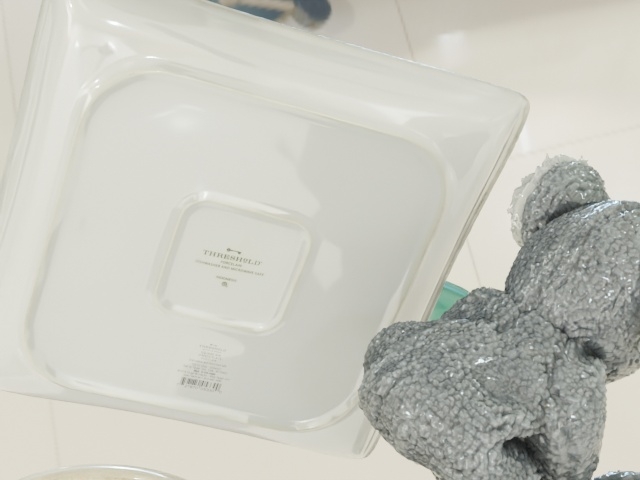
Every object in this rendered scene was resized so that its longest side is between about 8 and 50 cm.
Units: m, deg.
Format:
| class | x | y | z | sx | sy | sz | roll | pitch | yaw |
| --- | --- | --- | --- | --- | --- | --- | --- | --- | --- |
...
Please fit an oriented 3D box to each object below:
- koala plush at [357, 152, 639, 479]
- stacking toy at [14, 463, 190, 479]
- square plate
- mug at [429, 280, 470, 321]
| class | x | y | z | sx | sy | sz | roll | pitch | yaw |
| --- | --- | --- | --- | --- | --- | --- | --- | --- | --- |
| koala plush | 0.152 | 0.063 | 0.757 | 0.221 | 0.203 | 0.196 | -52 | 43 | 6 |
| stacking toy | -0.216 | 0.484 | 1.122 | 0.350 | 0.350 | 0.480 | -9 | 38 | 3 |
| square plate | -0.062 | 0.009 | 0.865 | 0.347 | 0.344 | 0.049 | 14 | 26 | -16 |
| mug | 0.123 | 0.117 | 1.380 | 0.097 | 0.158 | 0.129 | 19 | 49 | -22 |
